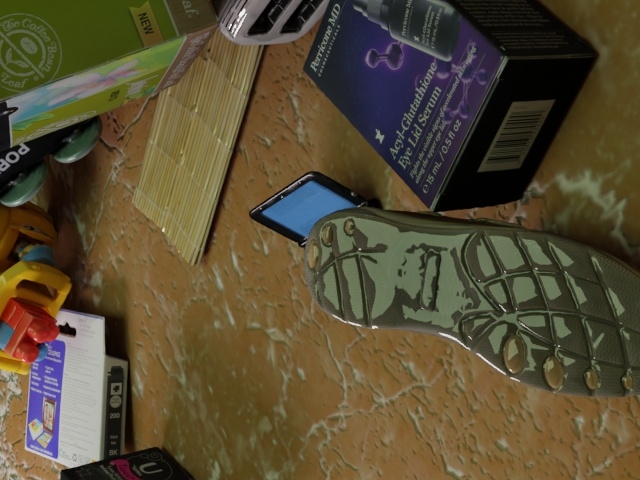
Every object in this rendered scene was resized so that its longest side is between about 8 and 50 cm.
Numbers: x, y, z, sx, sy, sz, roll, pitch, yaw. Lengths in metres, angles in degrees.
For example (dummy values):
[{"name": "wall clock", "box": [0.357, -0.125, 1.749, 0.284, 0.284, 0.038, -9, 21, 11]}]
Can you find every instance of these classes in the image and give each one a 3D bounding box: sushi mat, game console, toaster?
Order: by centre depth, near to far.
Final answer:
[{"name": "toaster", "box": [-0.051, -0.287, 1.225, 0.227, 0.129, 0.146, -45, 63, 43]}, {"name": "game console", "box": [0.000, 0.000, 1.251, 0.122, 0.071, 0.107, -30, 72, 50]}, {"name": "sushi mat", "box": [-0.138, -0.137, 1.445, 0.151, 0.019, 0.316, 45, 128, 39]}]

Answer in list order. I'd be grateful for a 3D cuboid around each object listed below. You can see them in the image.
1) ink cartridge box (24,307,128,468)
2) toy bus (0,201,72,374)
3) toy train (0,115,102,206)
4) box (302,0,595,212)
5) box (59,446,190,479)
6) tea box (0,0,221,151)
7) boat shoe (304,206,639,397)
[{"name": "ink cartridge box", "box": [-0.324, 0.193, 1.708, 0.206, 0.045, 0.208, 6, 95, 51]}, {"name": "toy bus", "box": [-0.401, 0.066, 1.681, 0.211, 0.149, 0.220, 27, 90, 39]}, {"name": "toy train", "box": [-0.415, -0.133, 1.613, 0.334, 0.142, 0.190, -39, 46, 7]}, {"name": "box", "box": [0.100, -0.148, 1.072, 0.207, 0.108, 0.153, 49, 132, 35]}, {"name": "box", "box": [-0.193, 0.382, 1.501, 0.247, 0.142, 0.163, 35, 123, 45]}, {"name": "tea box", "box": [-0.301, -0.224, 1.255, 0.220, 0.323, 0.329, 67, 168, -3]}, {"name": "boat shoe", "box": [0.147, 0.035, 1.037, 0.324, 0.116, 0.123, 19, 105, 27]}]
